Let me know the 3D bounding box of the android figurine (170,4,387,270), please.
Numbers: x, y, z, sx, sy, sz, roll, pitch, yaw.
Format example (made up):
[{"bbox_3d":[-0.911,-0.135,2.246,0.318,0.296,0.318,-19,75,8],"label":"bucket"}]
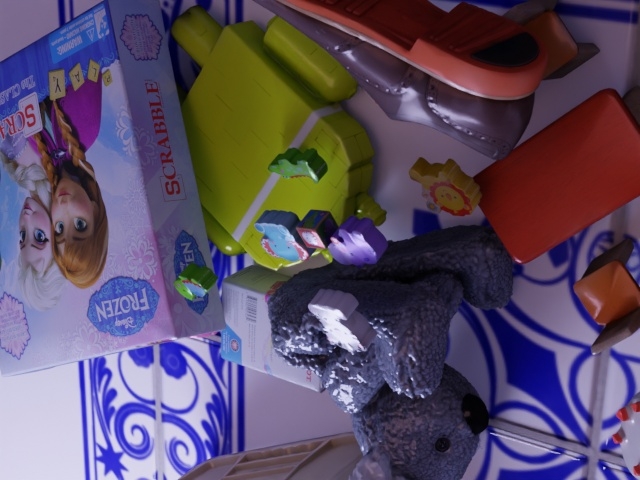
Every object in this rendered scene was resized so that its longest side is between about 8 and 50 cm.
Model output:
[{"bbox_3d":[-0.053,-0.088,1.145,0.273,0.056,0.248,43,125,14],"label":"android figurine"}]

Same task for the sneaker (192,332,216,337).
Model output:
[{"bbox_3d":[-0.153,0.032,1.236,0.170,0.063,0.075,44,124,41],"label":"sneaker"}]

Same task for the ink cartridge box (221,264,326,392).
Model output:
[{"bbox_3d":[-0.034,0.085,1.198,0.122,0.052,0.089,17,116,30],"label":"ink cartridge box"}]

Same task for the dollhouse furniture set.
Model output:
[{"bbox_3d":[0.223,-0.072,0.914,0.259,0.135,0.262,-37,85,37],"label":"dollhouse furniture set"}]

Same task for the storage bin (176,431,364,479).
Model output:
[{"bbox_3d":[-0.021,0.351,1.243,0.260,0.123,0.262,-17,97,38],"label":"storage bin"}]

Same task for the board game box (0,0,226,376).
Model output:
[{"bbox_3d":[-0.245,-0.039,1.219,0.318,0.066,0.318,-17,84,45],"label":"board game box"}]

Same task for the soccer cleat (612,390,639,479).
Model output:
[{"bbox_3d":[0.297,0.124,0.985,0.068,0.076,0.196,-117,27,-42],"label":"soccer cleat"}]

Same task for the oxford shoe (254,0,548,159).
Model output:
[{"bbox_3d":[0.038,-0.145,0.919,0.271,0.097,0.098,32,137,27],"label":"oxford shoe"}]

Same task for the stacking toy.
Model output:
[{"bbox_3d":[0.000,0.000,0.991,0.221,0.167,0.052,8,139,44],"label":"stacking toy"}]

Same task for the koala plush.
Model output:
[{"bbox_3d":[0.071,0.125,1.062,0.203,0.196,0.221,-7,111,35],"label":"koala plush"}]
